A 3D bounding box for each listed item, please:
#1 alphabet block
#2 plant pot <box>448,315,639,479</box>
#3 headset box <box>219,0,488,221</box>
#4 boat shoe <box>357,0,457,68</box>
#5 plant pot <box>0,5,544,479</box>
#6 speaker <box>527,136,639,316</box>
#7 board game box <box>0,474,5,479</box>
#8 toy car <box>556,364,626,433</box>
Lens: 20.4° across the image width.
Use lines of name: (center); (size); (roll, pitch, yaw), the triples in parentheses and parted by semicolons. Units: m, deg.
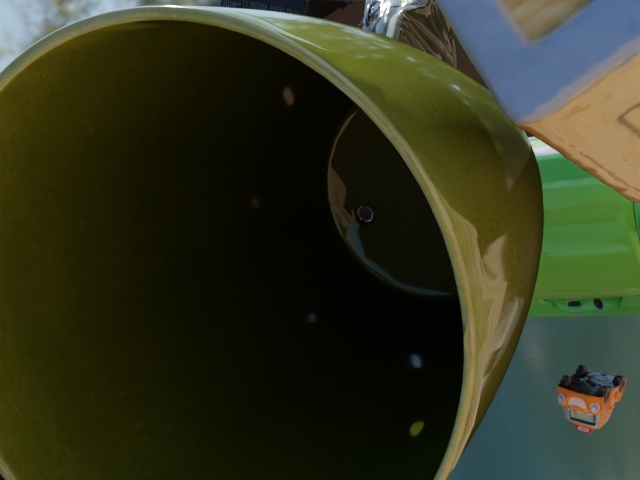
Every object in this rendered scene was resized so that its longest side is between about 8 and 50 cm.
alphabet block: (0.155, -0.156, 0.842); (0.193, 0.192, 0.197); (-35, -23, 17)
plant pot: (0.221, 0.105, 1.594); (0.293, 0.235, 0.293); (-16, -3, -1)
headset box: (0.044, -0.111, 1.679); (0.283, 0.131, 0.246); (-3, -75, -40)
boat shoe: (0.065, -0.159, 1.450); (0.073, 0.080, 0.223); (-27, 27, 26)
plant pot: (0.000, 0.000, 0.912); (0.275, 0.275, 0.293); (-55, -12, 26)
speaker: (0.188, -0.015, 1.248); (0.131, 0.131, 0.296); (-44, 23, -31)
board game box: (-0.226, 0.106, 0.962); (0.026, 0.126, 0.186); (-31, 12, -40)
toy car: (0.219, 0.116, 1.203); (0.060, 0.122, 0.040); (-51, -30, -73)
